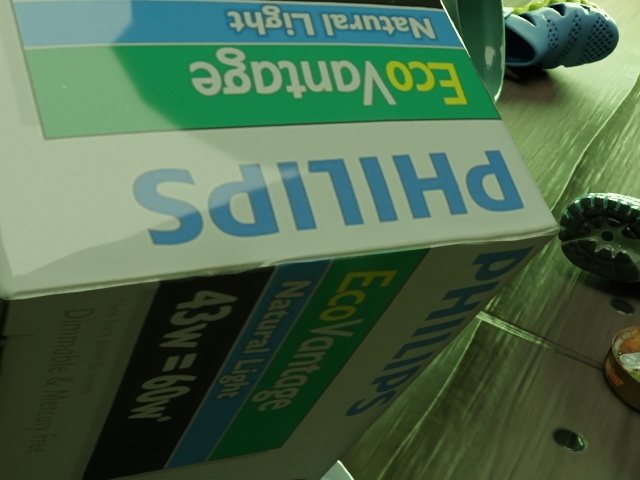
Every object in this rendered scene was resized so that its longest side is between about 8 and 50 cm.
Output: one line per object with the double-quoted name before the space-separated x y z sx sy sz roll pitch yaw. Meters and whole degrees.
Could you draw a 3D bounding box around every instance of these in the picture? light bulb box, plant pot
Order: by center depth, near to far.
"light bulb box" -0.113 -0.049 0.542 0.225 0.358 0.361 -7 60 -27
"plant pot" 0.129 -0.322 1.353 0.196 0.293 0.293 -4 26 22

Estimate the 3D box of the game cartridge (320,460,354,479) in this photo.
"game cartridge" -0.042 0.227 0.616 0.198 0.062 0.297 -6 37 -22

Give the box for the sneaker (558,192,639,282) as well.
"sneaker" 0.408 0.015 1.069 0.283 0.110 0.122 29 23 14

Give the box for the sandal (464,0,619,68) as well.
"sandal" 0.324 -0.316 1.543 0.318 0.126 0.138 -1 38 -8

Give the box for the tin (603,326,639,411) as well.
"tin" 0.364 0.131 0.935 0.190 0.040 0.106 5 29 -13
